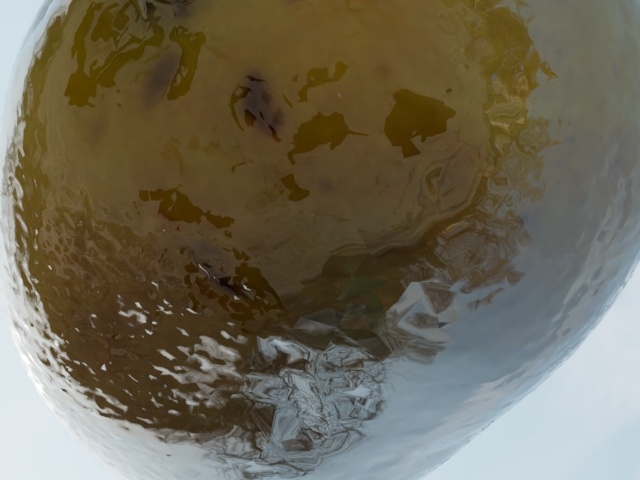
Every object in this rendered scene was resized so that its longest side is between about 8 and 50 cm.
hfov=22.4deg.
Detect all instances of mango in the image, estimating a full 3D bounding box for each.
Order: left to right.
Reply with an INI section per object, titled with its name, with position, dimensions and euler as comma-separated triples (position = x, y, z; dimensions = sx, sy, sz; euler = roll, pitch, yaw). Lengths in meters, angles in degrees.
[mango]
position = 0.000, 0.000, 0.761
dimensions = 0.445, 0.301, 0.220
euler = 96, -13, -57
